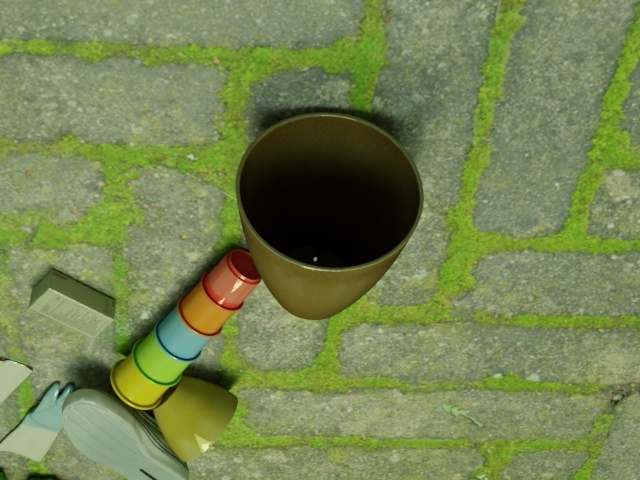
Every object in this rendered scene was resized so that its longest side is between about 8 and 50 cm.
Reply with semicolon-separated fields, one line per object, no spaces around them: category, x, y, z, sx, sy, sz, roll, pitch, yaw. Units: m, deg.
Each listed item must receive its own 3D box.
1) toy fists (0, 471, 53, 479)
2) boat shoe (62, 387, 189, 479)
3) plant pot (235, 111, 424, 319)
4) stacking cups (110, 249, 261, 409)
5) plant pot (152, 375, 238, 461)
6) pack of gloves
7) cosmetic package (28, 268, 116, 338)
toy fists;-0.547;0.473;2.116;0.279;0.096;0.142;13;143;-18
boat shoe;-0.321;0.320;1.972;0.109;0.094;0.302;-23;133;15
plant pot;0.000;0.000;1.601;0.237;0.237;0.254;2;148;-5
stacking cups;-0.193;0.134;1.803;0.096;0.096;0.316;28;125;-28
plant pot;-0.212;0.272;1.921;0.134;0.134;0.095;-36;110;28
pack of gloves;-0.507;0.295;1.972;0.195;0.046;0.232;24;129;-24
cosmetic package;-0.368;0.095;1.781;0.115;0.041;0.060;32;126;-30
